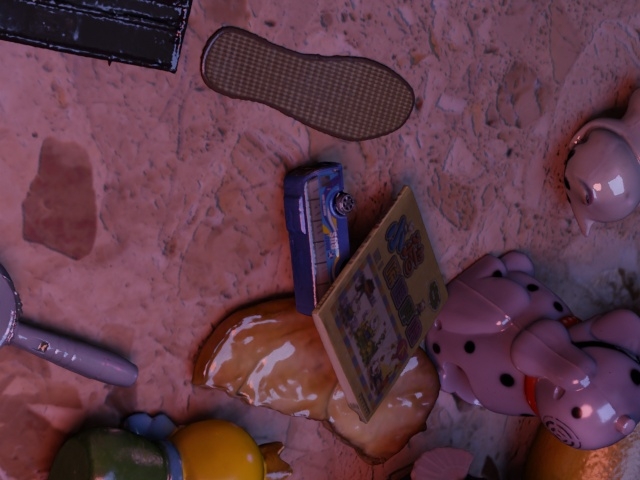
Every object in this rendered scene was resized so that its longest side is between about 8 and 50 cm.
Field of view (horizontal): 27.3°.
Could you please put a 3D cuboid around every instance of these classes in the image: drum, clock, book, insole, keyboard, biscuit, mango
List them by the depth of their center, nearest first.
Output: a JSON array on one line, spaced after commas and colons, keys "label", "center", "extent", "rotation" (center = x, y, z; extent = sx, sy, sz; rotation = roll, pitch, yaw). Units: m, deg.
[{"label": "keyboard", "center": [-0.226, -0.202, 1.129], "extent": [0.250, 0.017, 0.087], "rotation": [7, 105, -34]}, {"label": "drum", "center": [-0.288, 0.100, 1.196], "extent": [0.130, 0.049, 0.253], "rotation": [-48, 126, -6]}, {"label": "insole", "center": [-0.008, -0.150, 1.291], "extent": [0.253, 0.005, 0.086], "rotation": [11, 103, -34]}, {"label": "book", "center": [0.065, 0.066, 1.349], "extent": [0.192, 0.013, 0.168], "rotation": [-53, 138, -33]}, {"label": "biscuit", "center": [0.009, 0.136, 1.397], "extent": [0.299, 0.045, 0.154], "rotation": [30, 91, -35]}, {"label": "clock", "center": [0.256, 0.136, 1.424], "extent": [0.189, 0.254, 0.189], "rotation": [-12, 112, -31]}, {"label": "mango", "center": [0.378, 0.262, 1.589], "extent": [0.253, 0.182, 0.365], "rotation": [12, 105, -33]}]

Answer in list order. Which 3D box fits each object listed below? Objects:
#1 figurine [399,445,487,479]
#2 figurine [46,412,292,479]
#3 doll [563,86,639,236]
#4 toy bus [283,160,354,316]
[{"label": "figurine", "center": [0.178, 0.411, 1.447], "extent": [0.361, 0.211, 0.253], "rotation": [37, 59, -19]}, {"label": "figurine", "center": [-0.155, 0.261, 1.307], "extent": [0.234, 0.127, 0.185], "rotation": [4, 112, -43]}, {"label": "doll", "center": [0.346, -0.094, 1.472], "extent": [0.181, 0.107, 0.110], "rotation": [-34, 145, -8]}, {"label": "toy bus", "center": [0.000, 0.000, 1.311], "extent": [0.061, 0.051, 0.153], "rotation": [-13, 102, -35]}]
